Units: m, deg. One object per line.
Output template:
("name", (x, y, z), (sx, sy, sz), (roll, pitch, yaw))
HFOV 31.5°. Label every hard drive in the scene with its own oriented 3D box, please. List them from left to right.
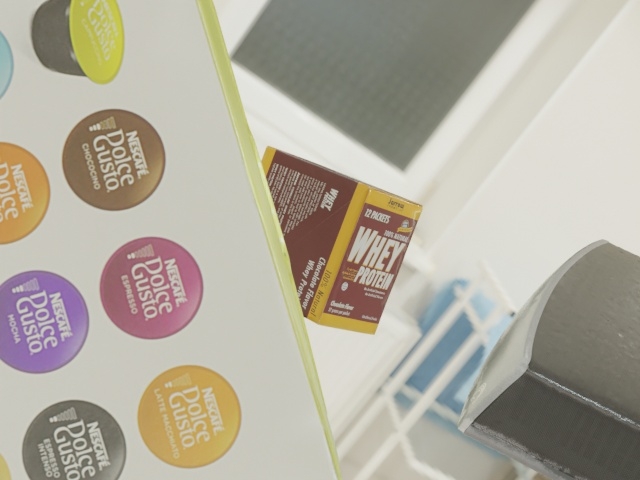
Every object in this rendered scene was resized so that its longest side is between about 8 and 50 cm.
("hard drive", (0.187, 0.074, 0.634), (0.172, 0.054, 0.255), (26, 24, 15))

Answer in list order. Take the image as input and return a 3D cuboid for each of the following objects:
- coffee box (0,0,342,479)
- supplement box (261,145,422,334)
("coffee box", (-0.191, 0.022, 0.715), (0.338, 0.334, 0.337), (136, -62, -88))
("supplement box", (0.000, 0.000, 1.536), (0.194, 0.191, 0.129), (24, 5, 39))
